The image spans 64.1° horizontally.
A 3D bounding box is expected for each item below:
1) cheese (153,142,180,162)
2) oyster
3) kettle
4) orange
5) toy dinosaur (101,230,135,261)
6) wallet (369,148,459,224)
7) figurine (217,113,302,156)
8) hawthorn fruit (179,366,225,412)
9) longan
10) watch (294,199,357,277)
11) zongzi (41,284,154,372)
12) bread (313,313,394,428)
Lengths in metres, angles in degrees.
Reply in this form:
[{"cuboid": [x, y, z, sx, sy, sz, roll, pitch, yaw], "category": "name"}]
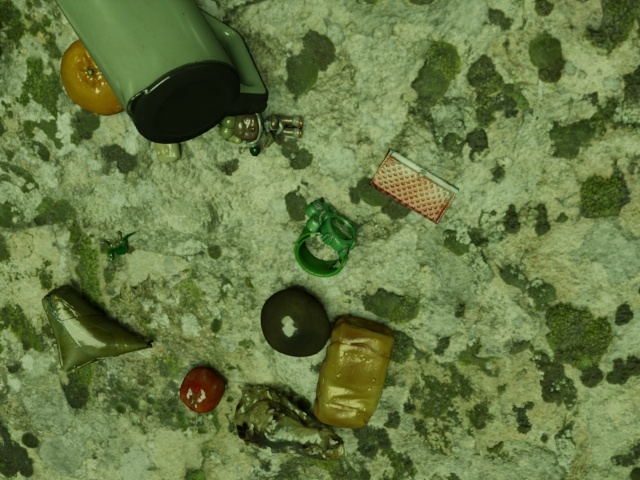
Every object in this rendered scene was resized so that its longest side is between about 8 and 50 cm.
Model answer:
[{"cuboid": [-0.387, -0.286, 1.247, 0.065, 0.043, 0.193, -4, 106, 6], "category": "cheese"}, {"cuboid": [-0.093, 0.524, 1.404, 0.337, 0.133, 0.197, 12, 124, 13], "category": "oyster"}, {"cuboid": [-0.306, -0.409, 1.057, 0.250, 0.361, 0.376, -43, 72, 36], "category": "kettle"}, {"cuboid": [-0.506, -0.378, 1.179, 0.178, 0.155, 0.177, 5, 105, 18], "category": "orange"}, {"cuboid": [-0.534, 0.009, 1.363, 0.120, 0.029, 0.060, -30, 117, 8], "category": "toy dinosaur"}, {"cuboid": [0.226, -0.130, 1.238, 0.197, 0.020, 0.103, 30, 107, -3], "category": "wallet"}, {"cuboid": [-0.143, -0.269, 1.200, 0.197, 0.093, 0.147, 6, 117, 3], "category": "figurine"}, {"cuboid": [-0.327, 0.412, 1.408, 0.128, 0.128, 0.128, 2, 106, 6], "category": "hawthorn fruit"}, {"cuboid": [-0.063, 0.211, 1.298, 0.187, 0.167, 0.167, 33, 107, -13], "category": "longan"}, {"cuboid": [0.000, 0.000, 1.263, 0.165, 0.131, 0.152, 36, 125, -9], "category": "watch"}, {"cuboid": [-0.605, 0.220, 1.388, 0.256, 0.115, 0.228, -12, 100, 3], "category": "zongzi"}, {"cuboid": [0.081, 0.347, 1.338, 0.167, 0.132, 0.294, 13, 106, -5], "category": "bread"}]
